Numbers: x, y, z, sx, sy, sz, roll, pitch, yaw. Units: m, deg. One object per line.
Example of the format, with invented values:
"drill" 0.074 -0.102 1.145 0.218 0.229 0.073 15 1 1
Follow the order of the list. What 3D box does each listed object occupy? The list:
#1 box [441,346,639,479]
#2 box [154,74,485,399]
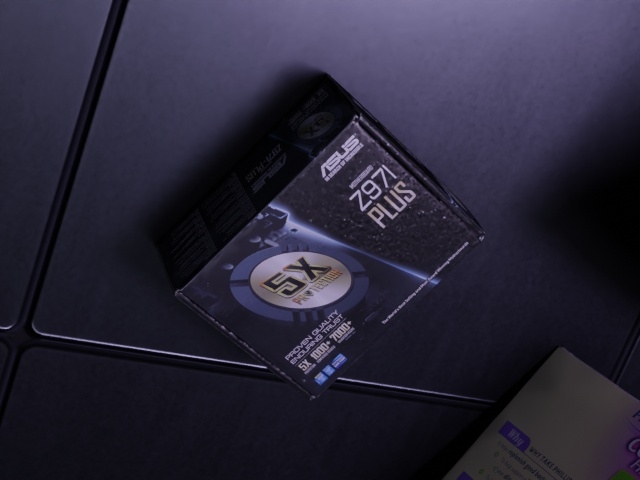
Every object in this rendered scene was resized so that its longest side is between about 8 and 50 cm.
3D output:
"box" 0.197 0.241 1.163 0.243 0.213 0.117 -49 122 -3
"box" 0.000 0.000 1.067 0.180 0.077 0.147 -43 121 8
